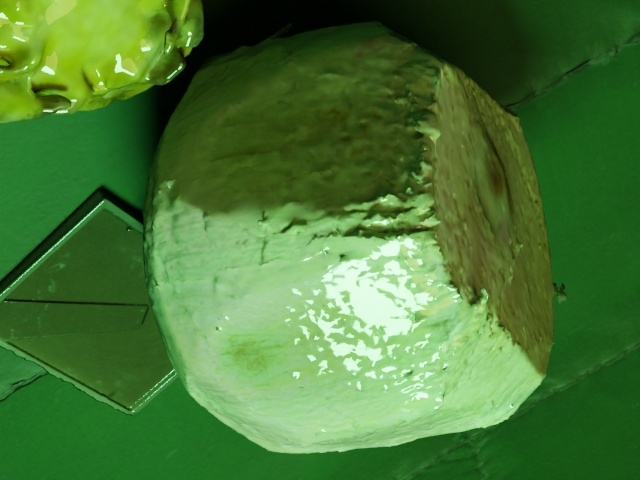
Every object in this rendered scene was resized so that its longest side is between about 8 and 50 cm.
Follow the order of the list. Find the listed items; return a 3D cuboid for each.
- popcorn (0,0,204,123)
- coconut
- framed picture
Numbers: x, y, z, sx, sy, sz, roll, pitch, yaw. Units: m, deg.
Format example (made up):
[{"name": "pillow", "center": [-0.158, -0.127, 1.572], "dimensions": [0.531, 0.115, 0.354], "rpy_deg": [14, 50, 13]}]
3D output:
[{"name": "popcorn", "center": [-0.223, -0.198, 1.590], "dimensions": [0.250, 0.190, 0.250], "rpy_deg": [-12, 135, -12]}, {"name": "coconut", "center": [0.000, 0.000, 1.797], "dimensions": [0.405, 0.404, 0.404], "rpy_deg": [-17, 137, -17]}, {"name": "framed picture", "center": [-0.204, 0.070, 1.987], "dimensions": [0.192, 0.018, 0.265], "rpy_deg": [-41, 139, 10]}]
